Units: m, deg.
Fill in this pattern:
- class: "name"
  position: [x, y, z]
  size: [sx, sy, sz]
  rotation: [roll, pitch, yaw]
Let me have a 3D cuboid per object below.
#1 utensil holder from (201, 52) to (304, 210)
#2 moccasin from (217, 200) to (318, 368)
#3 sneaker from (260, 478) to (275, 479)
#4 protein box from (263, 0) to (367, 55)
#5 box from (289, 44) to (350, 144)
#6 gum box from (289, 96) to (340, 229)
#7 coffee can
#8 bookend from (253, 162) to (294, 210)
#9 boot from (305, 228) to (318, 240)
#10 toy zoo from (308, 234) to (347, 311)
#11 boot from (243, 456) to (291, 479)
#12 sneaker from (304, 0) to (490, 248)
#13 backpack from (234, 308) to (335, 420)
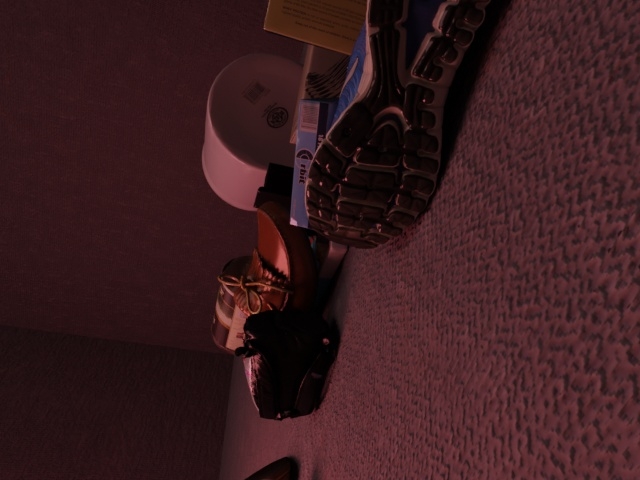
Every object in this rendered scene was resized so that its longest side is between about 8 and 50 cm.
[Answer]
- class: "utensil holder"
  position: [-0.159, -0.276, 1.179]
  size: [0.385, 0.328, 0.326]
  rotation: [156, 124, -73]
- class: "moccasin"
  position: [-0.099, 0.103, 0.776]
  size: [0.139, 0.147, 0.379]
  rotation: [49, 142, 38]
- class: "sneaker"
  position: [-0.047, 0.415, 0.526]
  size: [0.255, 0.094, 0.151]
  rotation: [-106, 22, -46]
- class: "protein box"
  position: [0.035, -0.385, 0.618]
  size: [0.136, 0.200, 0.201]
  rotation: [-104, 27, -64]
- class: "box"
  position: [0.018, -0.330, 0.882]
  size: [0.094, 0.113, 0.274]
  rotation: [167, 112, -77]
- class: "gum box"
  position: [0.019, -0.116, 0.590]
  size: [0.184, 0.041, 0.156]
  rotation: [-39, -40, -60]
- class: "coffee can"
  position: [-0.245, 0.217, 1.407]
  size: [0.201, 0.202, 0.275]
  rotation: [-94, 19, -51]
- class: "bookend"
  position: [-0.056, -0.138, 0.937]
  size: [0.072, 0.158, 0.156]
  rotation: [122, 156, -59]
- class: "boot"
  position: [-0.025, -0.065, 0.800]
  size: [0.099, 0.045, 0.121]
  rotation: [-135, 47, -76]
- class: "toy zoo"
  position: [0.000, 0.000, 0.822]
  size: [0.293, 0.030, 0.192]
  rotation: [114, 159, -48]
- class: "boot"
  position: [-0.109, 0.509, 0.823]
  size: [0.115, 0.113, 0.305]
  rotation: [59, 143, 26]
- class: "sneaker"
  position: [0.077, -0.141, 0.457]
  size: [0.147, 0.130, 0.329]
  rotation: [-70, -1, -65]
- class: "backpack"
  position: [-0.056, 0.206, 0.704]
  size: [0.115, 0.152, 0.181]
  rotation: [-92, 4, -66]
